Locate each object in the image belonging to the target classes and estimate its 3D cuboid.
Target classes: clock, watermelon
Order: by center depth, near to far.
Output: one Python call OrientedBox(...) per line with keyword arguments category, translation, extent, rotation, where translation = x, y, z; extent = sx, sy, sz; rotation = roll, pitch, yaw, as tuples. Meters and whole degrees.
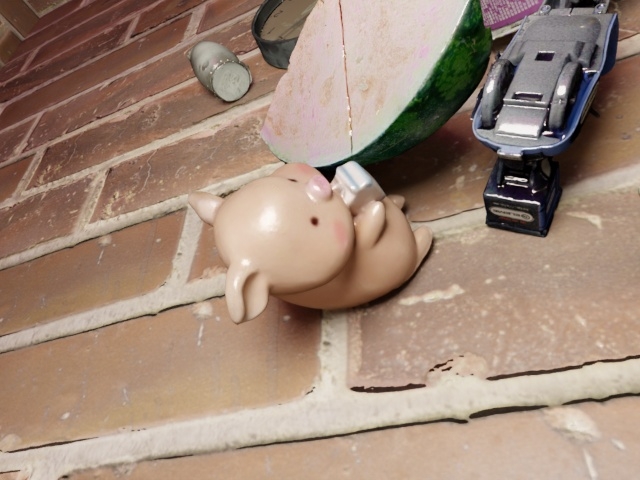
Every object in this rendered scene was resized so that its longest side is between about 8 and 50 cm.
OrientedBox(category="watermelon", translation=(0.099, -0.214, 0.696), extent=(0.292, 0.222, 0.319), rotation=(47, 124, 37))
OrientedBox(category="clock", translation=(0.004, -0.581, 1.210), extent=(0.386, 0.076, 0.386), rotation=(-16, 48, 19))

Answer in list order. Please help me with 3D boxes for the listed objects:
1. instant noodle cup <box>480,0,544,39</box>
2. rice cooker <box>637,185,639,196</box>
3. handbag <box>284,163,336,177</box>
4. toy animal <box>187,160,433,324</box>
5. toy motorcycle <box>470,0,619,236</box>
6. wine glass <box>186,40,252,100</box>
OrientedBox(category="instant noodle cup", translation=(0.320, -0.545, 0.797), extent=(0.340, 0.266, 0.340), rotation=(-35, 25, 19))
OrientedBox(category="rice cooker", translation=(0.441, -0.083, 0.449), extent=(0.244, 0.226, 0.226), rotation=(-50, 46, -10))
OrientedBox(category="handbag", translation=(0.017, -0.235, 0.932), extent=(0.191, 0.075, 0.332), rotation=(-19, 44, 12))
OrientedBox(category="toy animal", translation=(-0.001, -0.002, 0.633), extent=(0.213, 0.256, 0.195), rotation=(-41, 50, 17))
OrientedBox(category="toy motorcycle", translation=(0.304, -0.202, 0.642), extent=(0.125, 0.212, 0.358), rotation=(17, 68, 33))
OrientedBox(category="wine glass", translation=(-0.255, -0.427, 1.215), extent=(0.111, 0.111, 0.204), rotation=(-39, 48, -3))
